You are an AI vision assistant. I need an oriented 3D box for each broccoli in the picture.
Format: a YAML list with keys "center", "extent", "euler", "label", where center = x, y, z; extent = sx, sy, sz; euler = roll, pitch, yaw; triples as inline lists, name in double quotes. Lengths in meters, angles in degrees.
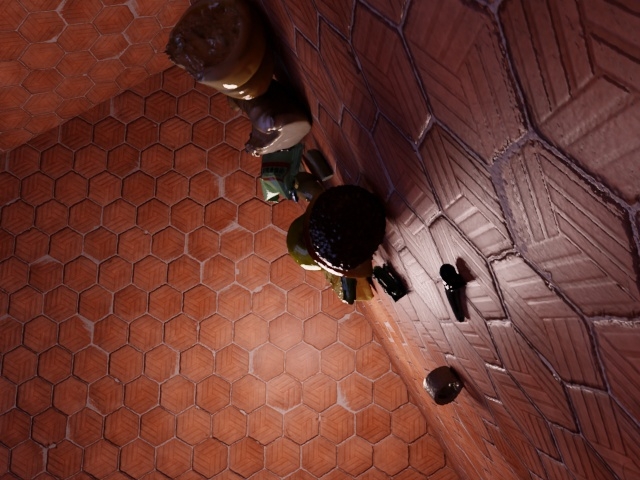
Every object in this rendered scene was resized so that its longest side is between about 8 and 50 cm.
- center: [0.107, 0.110, 2.054]
  extent: [0.198, 0.177, 0.274]
  euler: [24, -107, -63]
  label: "broccoli"

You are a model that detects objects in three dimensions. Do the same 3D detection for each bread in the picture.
- center: [-0.328, -0.619, 1.725]
  extent: [0.424, 0.329, 0.245]
  euler: [50, 170, 37]
  label: "bread"
- center: [0.169, 0.140, 2.575]
  extent: [0.263, 0.198, 0.236]
  euler: [53, 138, 47]
  label: "bread"

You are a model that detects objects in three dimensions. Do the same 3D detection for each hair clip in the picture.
- center: [0.319, 0.132, 1.236]
  extent: [0.070, 0.039, 0.229]
  euler: [58, 179, 35]
  label: "hair clip"

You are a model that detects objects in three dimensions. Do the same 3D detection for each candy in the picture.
- center: [-0.163, -0.302, 2.339]
  extent: [0.398, 0.172, 0.262]
  euler: [9, 96, 64]
  label: "candy"

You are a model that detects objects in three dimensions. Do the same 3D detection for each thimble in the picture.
- center: [0.421, 0.501, 1.816]
  extent: [0.102, 0.115, 0.090]
  euler: [66, 172, -29]
  label: "thimble"

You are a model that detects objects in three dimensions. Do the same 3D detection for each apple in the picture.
- center: [0.071, -0.016, 1.852]
  extent: [0.254, 0.179, 0.346]
  euler: [-16, 93, 47]
  label: "apple"

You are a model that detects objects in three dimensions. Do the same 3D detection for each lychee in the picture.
- center: [0.075, -0.035, 1.507]
  extent: [0.271, 0.236, 0.236]
  euler: [-71, -33, -42]
  label: "lychee"

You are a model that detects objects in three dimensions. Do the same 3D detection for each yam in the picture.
- center: [-0.002, -0.285, 1.973]
  extent: [0.132, 0.054, 0.054]
  euler: [58, 175, 15]
  label: "yam"

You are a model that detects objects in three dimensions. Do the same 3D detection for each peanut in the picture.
- center: [-0.061, -0.252, 2.424]
  extent: [0.263, 0.117, 0.101]
  euler: [-118, 24, -55]
  label: "peanut"

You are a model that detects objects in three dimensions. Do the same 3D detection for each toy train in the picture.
- center: [0.247, 0.155, 1.898]
  extent: [0.099, 0.070, 0.172]
  euler: [55, 178, -39]
  label: "toy train"

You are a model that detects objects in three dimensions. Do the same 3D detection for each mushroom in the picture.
- center: [-0.177, -0.482, 1.871]
  extent: [0.313, 0.224, 0.397]
  euler: [70, 164, -5]
  label: "mushroom"

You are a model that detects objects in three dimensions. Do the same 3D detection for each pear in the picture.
- center: [0.000, 0.000, 2.387]
  extent: [0.287, 0.287, 0.375]
  euler: [60, -163, 9]
  label: "pear"

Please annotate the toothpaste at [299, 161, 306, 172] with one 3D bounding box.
- center: [-0.092, -0.348, 2.615]
  extent: [0.062, 0.039, 0.239]
  euler: [-108, -3, -48]
  label: "toothpaste"

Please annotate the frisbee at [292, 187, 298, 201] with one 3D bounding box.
- center: [-0.125, -0.311, 2.621]
  extent: [0.242, 0.045, 0.242]
  euler: [-9, -90, -84]
  label: "frisbee"
